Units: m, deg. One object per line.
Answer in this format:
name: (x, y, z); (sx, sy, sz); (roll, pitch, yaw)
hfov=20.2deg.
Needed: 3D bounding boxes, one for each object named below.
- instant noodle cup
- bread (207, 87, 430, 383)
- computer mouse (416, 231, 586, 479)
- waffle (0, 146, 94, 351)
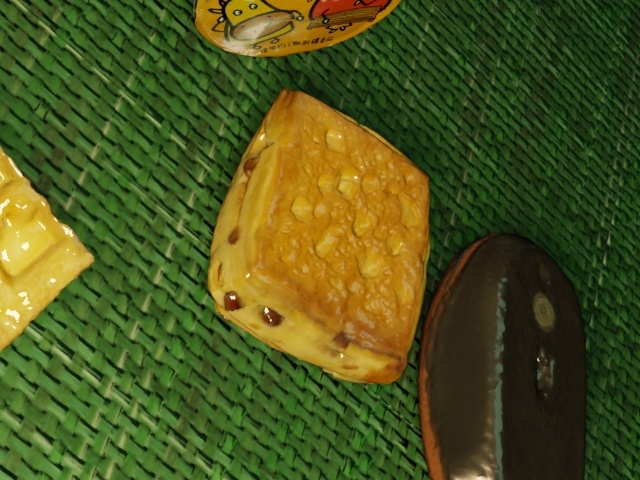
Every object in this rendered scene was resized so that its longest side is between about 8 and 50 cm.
instant noodle cup: (-0.033, -0.298, 1.670); (0.216, 0.216, 0.172); (10, 53, -43)
bread: (0.000, 0.000, 1.616); (0.210, 0.099, 0.235); (31, 55, -29)
computer mouse: (0.169, 0.149, 1.691); (0.183, 0.116, 0.323); (24, 60, -38)
waffle: (-0.310, -0.033, 1.290); (0.168, 0.057, 0.274); (-44, 103, -19)
